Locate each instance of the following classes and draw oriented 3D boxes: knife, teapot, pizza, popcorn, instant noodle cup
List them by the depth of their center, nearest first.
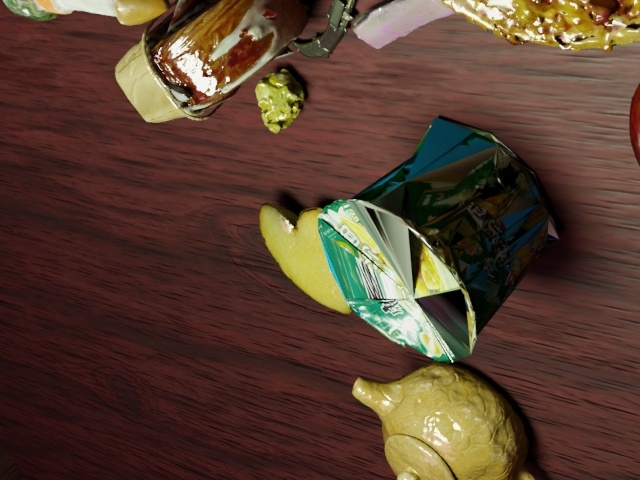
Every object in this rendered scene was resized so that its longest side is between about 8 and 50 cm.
[{"bbox_3d":[0.225,-0.248,1.536,0.305,0.085,0.161,9,132,48],"label":"pizza"},{"bbox_3d":[0.140,-0.003,1.855,0.240,0.178,0.240,34,149,24],"label":"instant noodle cup"},{"bbox_3d":[0.019,-0.252,1.877,0.045,0.021,0.222,51,152,0],"label":"knife"},{"bbox_3d":[-0.049,-0.173,2.031,0.068,0.059,0.083,-104,6,-54],"label":"popcorn"},{"bbox_3d":[0.169,0.285,2.185,0.311,0.167,0.203,44,151,6],"label":"teapot"}]

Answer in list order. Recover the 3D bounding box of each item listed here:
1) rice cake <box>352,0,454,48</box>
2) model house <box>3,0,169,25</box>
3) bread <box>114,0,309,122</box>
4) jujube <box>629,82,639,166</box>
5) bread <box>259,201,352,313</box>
[{"bbox_3d":[0.101,-0.247,1.756,0.047,0.036,0.206,51,151,-15],"label":"rice cake"},{"bbox_3d":[-0.176,-0.342,1.805,0.300,0.271,0.190,16,130,26],"label":"model house"},{"bbox_3d":[-0.122,-0.239,1.886,0.212,0.224,0.142,-26,108,38],"label":"bread"},{"bbox_3d":[0.382,-0.072,1.470,0.236,0.168,0.168,50,152,-18],"label":"jujube"},{"bbox_3d":[0.000,0.000,2.183,0.187,0.065,0.149,39,140,22],"label":"bread"}]
